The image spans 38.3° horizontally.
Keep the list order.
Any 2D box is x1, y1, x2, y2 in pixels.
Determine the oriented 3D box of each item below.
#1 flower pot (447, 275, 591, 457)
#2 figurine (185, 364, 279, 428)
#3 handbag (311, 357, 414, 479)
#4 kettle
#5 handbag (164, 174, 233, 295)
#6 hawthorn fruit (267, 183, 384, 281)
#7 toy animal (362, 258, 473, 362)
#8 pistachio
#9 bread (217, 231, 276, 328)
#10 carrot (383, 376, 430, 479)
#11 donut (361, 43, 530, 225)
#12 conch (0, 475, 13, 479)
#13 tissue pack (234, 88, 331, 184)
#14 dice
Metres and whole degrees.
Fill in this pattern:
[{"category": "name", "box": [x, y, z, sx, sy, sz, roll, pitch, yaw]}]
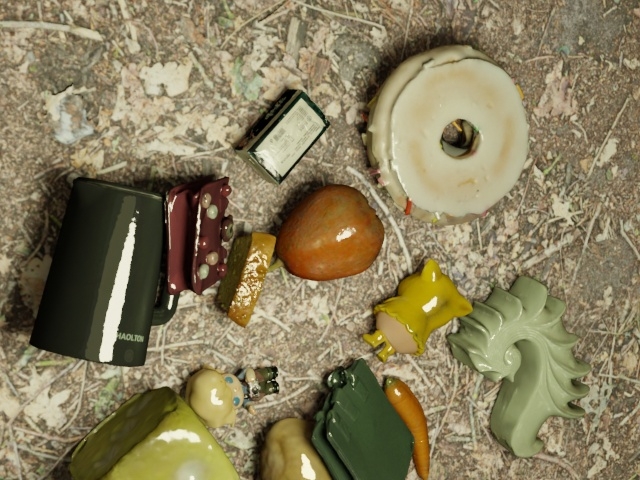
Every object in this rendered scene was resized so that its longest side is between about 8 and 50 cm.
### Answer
[{"category": "flower pot", "box": [0.457, 0.280, 2.060, 0.254, 0.164, 0.367, -32, 108, -12]}, {"category": "figurine", "box": [-0.168, 0.299, 1.807, 0.196, 0.108, 0.114, -6, 102, -30]}, {"category": "handbag", "box": [0.085, 0.405, 1.870, 0.260, 0.079, 0.247, 58, 30, -18]}, {"category": "kettle", "box": [-0.351, 0.060, 1.642, 0.262, 0.203, 0.308, 14, 87, -24]}, {"category": "handbag", "box": [-0.216, -0.011, 1.691, 0.074, 0.216, 0.203, 6, 100, 12]}, {"category": "hawthorn fruit", "box": [0.000, 0.000, 1.811, 0.251, 0.199, 0.199, -27, 107, -3]}, {"category": "toy animal", "box": [0.196, 0.158, 1.938, 0.230, 0.156, 0.156, -43, 111, -11]}, {"category": "pistachio", "box": [-0.025, 0.490, 1.863, 0.293, 0.162, 0.181, 60, 42, -16]}, {"category": "bread", "box": [-0.146, 0.070, 1.787, 0.065, 0.103, 0.187, 18, 90, -26]}, {"category": "carrot", "box": [0.205, 0.408, 2.018, 0.066, 0.062, 0.271, -51, 122, -48]}, {"category": "donut", "box": [0.257, -0.215, 1.920, 0.383, 0.142, 0.382, -3, 97, -24]}, {"category": "conch", "box": [-0.600, 0.475, 1.628, 0.153, 0.102, 0.135, -35, 94, -17]}, {"category": "tissue pack", "box": [-0.071, -0.204, 1.798, 0.170, 0.090, 0.103, -48, 112, -11]}, {"category": "dice", "box": [-0.300, 0.426, 1.682, 0.233, 0.238, 0.227, -38, 109, -16]}]
